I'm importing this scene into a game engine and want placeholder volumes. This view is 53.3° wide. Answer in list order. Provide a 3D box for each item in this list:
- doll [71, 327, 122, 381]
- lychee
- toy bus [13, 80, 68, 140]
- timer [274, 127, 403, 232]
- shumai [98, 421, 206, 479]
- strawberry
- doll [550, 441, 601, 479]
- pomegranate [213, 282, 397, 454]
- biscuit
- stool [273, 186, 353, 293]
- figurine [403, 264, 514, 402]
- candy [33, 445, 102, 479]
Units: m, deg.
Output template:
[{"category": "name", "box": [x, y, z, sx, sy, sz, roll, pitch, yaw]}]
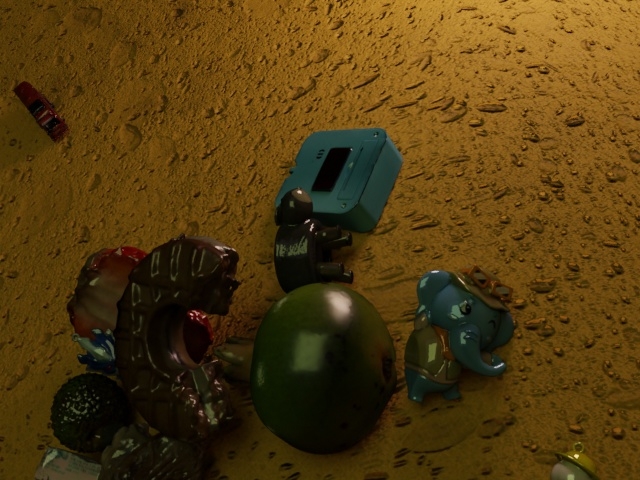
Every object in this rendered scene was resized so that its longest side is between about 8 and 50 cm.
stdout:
[{"category": "doll", "box": [-0.420, 0.240, 1.299, 0.195, 0.070, 0.096, 27, 83, 2]}, {"category": "lychee", "box": [-0.477, 0.346, 1.308, 0.171, 0.171, 0.171, -10, 58, 16]}, {"category": "toy bus", "box": [-0.840, -0.392, 1.917, 0.073, 0.096, 0.235, -44, 54, -4]}, {"category": "timer", "box": [0.037, -0.141, 1.457, 0.250, 0.091, 0.232, 9, 65, 38]}, {"category": "shumai", "box": [-0.326, 0.460, 1.202, 0.185, 0.184, 0.218, -13, 63, 56]}, {"category": "strawberry", "box": [-0.371, 0.151, 1.379, 0.336, 0.149, 0.265, 26, 104, 12]}, {"category": "doll", "box": [0.378, 0.411, 0.980, 0.129, 0.081, 0.207, 3, 59, 37]}, {"category": "pomegranate", "box": [-0.045, 0.219, 1.174, 0.358, 0.216, 0.310, 0, 65, 22]}, {"category": "biscuit", "box": [-0.270, 0.169, 1.181, 0.268, 0.115, 0.366, 3, 88, 32]}, {"category": "stool", "box": [-0.018, 0.014, 1.294, 0.139, 0.228, 0.153, -6, 31, 17]}, {"category": "figurine", "box": [0.251, 0.172, 1.147, 0.180, 0.154, 0.262, 13, 83, 17]}, {"category": "candy", "box": [-0.482, 0.468, 1.274, 0.160, 0.092, 0.073, 8, 64, 24]}]
